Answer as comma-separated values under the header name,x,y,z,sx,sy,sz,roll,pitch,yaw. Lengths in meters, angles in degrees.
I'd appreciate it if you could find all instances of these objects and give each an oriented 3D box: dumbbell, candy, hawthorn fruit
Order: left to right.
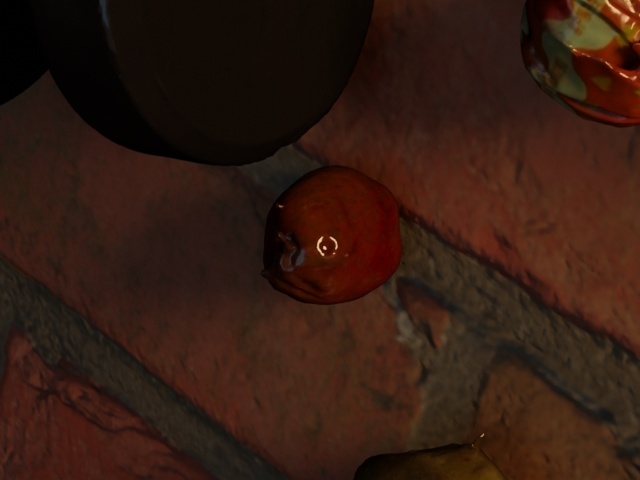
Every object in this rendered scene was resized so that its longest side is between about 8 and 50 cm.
name,x,y,z,sx,sy,sz,roll,pitch,yaw
dumbbell,-0.148,-0.161,0.867,0.322,0.204,0.204,12,114,39
hawthorn fruit,0.000,0.000,0.873,0.081,0.093,0.081,16,115,38
candy,0.214,-0.048,0.681,0.288,0.078,0.084,35,144,22

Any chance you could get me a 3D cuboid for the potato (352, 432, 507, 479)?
name,x,y,z,sx,sy,sz,roll,pitch,yaw
potato,0.058,0.221,0.902,0.149,0.113,0.251,35,119,37
